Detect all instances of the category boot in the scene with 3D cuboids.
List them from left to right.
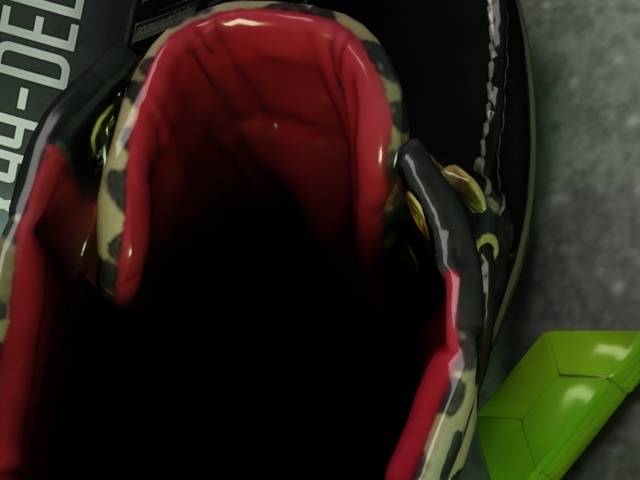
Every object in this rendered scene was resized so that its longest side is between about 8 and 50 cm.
[{"bbox_3d":[0.000,0.000,0.469,0.138,0.284,0.377,16,75,8],"label":"boot"}]

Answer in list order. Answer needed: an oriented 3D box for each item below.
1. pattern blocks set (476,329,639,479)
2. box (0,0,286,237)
[{"bbox_3d":[0.158,0.118,0.457,0.325,0.026,0.285,-48,43,5],"label":"pattern blocks set"},{"bbox_3d":[-0.069,-0.097,0.563,0.307,0.076,0.242,-60,-13,-70],"label":"box"}]
